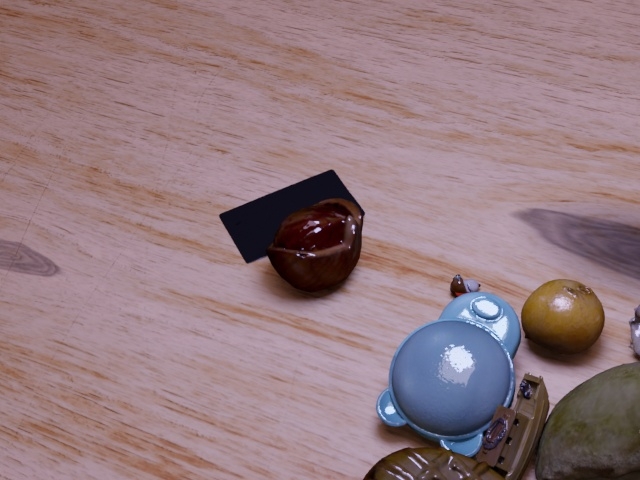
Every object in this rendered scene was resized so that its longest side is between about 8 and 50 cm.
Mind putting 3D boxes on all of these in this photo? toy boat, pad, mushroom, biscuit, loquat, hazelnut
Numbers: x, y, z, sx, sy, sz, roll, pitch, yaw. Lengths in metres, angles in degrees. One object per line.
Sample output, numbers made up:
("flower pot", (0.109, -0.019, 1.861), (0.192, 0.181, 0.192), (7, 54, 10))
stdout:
("toy boat", (0.306, 0.306, 1.689), (0.057, 0.077, 0.201), (11, 74, 59))
("pad", (-0.059, -0.051, 2.160), (0.265, 0.009, 0.159), (-22, 49, -13))
("mushroom", (0.458, 0.295, 1.657), (0.217, 0.212, 0.292), (16, 59, 17))
("biscuit", (0.189, 0.442, 1.528), (0.332, 0.103, 0.332), (16, 37, -13))
("loquat", (0.421, 0.131, 1.847), (0.141, 0.141, 0.141), (-3, 46, 3))
("hazelnut", (-0.007, 0.001, 2.000), (0.170, 0.161, 0.202), (6, 53, 13))

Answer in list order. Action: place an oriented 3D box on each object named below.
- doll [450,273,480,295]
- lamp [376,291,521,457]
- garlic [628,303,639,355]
("doll", (0.269, 0.101, 1.960), (0.058, 0.040, 0.085), (7, 47, -2))
("lamp", (0.233, 0.212, 1.779), (0.209, 0.147, 0.284), (26, 54, 20))
("garlic", (0.662, 0.092, 1.797), (0.237, 0.292, 0.210), (24, 48, -26))
